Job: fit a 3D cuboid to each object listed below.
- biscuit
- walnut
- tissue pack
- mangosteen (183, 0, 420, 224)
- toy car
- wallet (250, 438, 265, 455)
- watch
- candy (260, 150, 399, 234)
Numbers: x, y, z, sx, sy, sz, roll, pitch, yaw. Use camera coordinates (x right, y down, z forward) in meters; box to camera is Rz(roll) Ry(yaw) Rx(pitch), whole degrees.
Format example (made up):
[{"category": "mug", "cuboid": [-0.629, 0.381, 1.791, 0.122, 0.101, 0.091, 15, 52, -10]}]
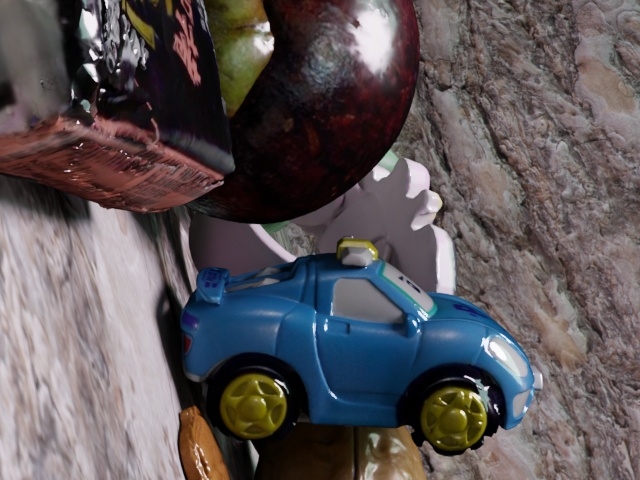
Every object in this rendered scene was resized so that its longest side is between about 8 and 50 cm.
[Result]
[{"category": "biscuit", "cuboid": [-0.079, 0.190, 0.781, 0.102, 0.019, 0.130, 72, -1, -72]}, {"category": "walnut", "cuboid": [0.019, 0.240, 0.980, 0.207, 0.167, 0.167, -94, 168, -52]}, {"category": "tissue pack", "cuboid": [-0.143, -0.140, 0.574, 0.332, 0.123, 0.245, 15, 63, -85]}, {"category": "mangosteen", "cuboid": [-0.061, -0.174, 0.904, 0.300, 0.300, 0.300, -18, 90, -89]}, {"category": "toy car", "cuboid": [0.034, 0.081, 0.887, 0.198, 0.314, 0.165, -92, -174, -82]}, {"category": "wallet", "cuboid": [-0.086, 0.140, 1.047, 0.095, 0.026, 0.176, -104, 171, -60]}, {"category": "watch", "cuboid": [0.000, 0.000, 1.064, 0.196, 0.231, 0.244, -51, -138, 34]}, {"category": "candy", "cuboid": [-0.074, -0.209, 1.232, 0.172, 0.263, 0.397, 13, 58, -79]}]
